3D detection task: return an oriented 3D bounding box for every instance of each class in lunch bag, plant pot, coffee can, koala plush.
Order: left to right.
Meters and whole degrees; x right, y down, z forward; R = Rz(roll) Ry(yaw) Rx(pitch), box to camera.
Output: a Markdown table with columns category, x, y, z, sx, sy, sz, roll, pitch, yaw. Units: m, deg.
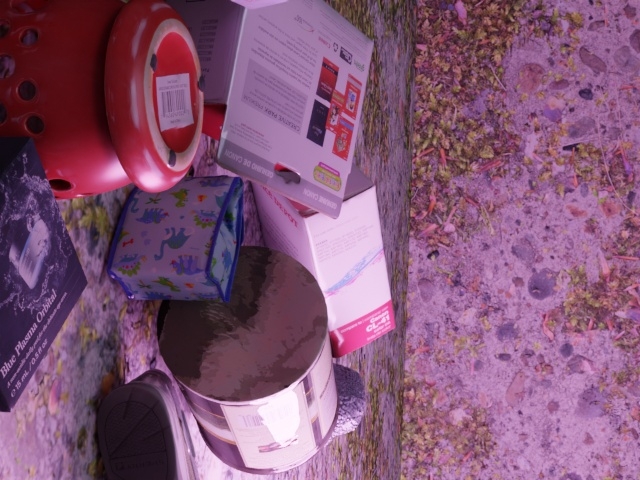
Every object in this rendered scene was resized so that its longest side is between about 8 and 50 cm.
| category | x | y | z | sx | sy | sz | roll | pitch | yaw |
| --- | --- | --- | --- | --- | --- | --- | --- | --- | --- |
| plant pot | -0.205 | -0.131 | 0.857 | 0.191 | 0.174 | 0.191 | -1 | 90 | -76 |
| lunch bag | -0.161 | -0.009 | 1.126 | 0.096 | 0.129 | 0.151 | 69 | 24 | -59 |
| coffee can | -0.081 | 0.159 | 1.236 | 0.275 | 0.202 | 0.201 | 84 | 14 | -60 |
| koala plush | -0.055 | 0.201 | 1.493 | 0.221 | 0.203 | 0.196 | 58 | 46 | -27 |

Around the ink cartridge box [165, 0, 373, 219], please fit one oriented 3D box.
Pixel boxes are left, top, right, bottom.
| category | x | y | z | sx | sy | sz | roll | pitch | yaw |
| --- | --- | --- | --- | --- | --- | --- | --- | --- | --- |
| ink cartridge box | -0.074 | -0.191 | 1.276 | 0.309 | 0.130 | 0.271 | 24 | 74 | -57 |

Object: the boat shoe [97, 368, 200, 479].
| category | x | y | z | sx | sy | sz | roll | pitch | yaw |
| --- | --- | --- | --- | --- | --- | --- | --- | --- | --- |
| boat shoe | -0.181 | 0.311 | 1.119 | 0.103 | 0.118 | 0.320 | -36 | 117 | -77 |

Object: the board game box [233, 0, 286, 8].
| category | x | y | z | sx | sy | sz | roll | pitch | yaw |
| --- | --- | --- | --- | --- | --- | --- | --- | --- | --- |
| board game box | -0.149 | -0.439 | 0.997 | 0.319 | 0.066 | 0.318 | 12 | 79 | -49 |

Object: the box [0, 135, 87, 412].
| category | x | y | z | sx | sy | sz | roll | pitch | yaw |
| --- | --- | --- | --- | --- | --- | --- | --- | --- | --- |
| box | -0.273 | 0.025 | 0.764 | 0.156 | 0.093 | 0.158 | -72 | 157 | -49 |

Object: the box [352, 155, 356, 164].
| category | x | y | z | sx | sy | sz | roll | pitch | yaw |
| --- | --- | --- | --- | --- | --- | --- | --- | --- | --- |
| box | 0.014 | -0.083 | 1.954 | 0.293 | 0.057 | 0.201 | 6 | 85 | -76 |

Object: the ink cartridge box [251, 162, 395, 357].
| category | x | y | z | sx | sy | sz | roll | pitch | yaw |
| --- | --- | --- | --- | --- | --- | --- | --- | --- | --- |
| ink cartridge box | 0.000 | 0.000 | 1.558 | 0.226 | 0.131 | 0.306 | 49 | -24 | 45 |
